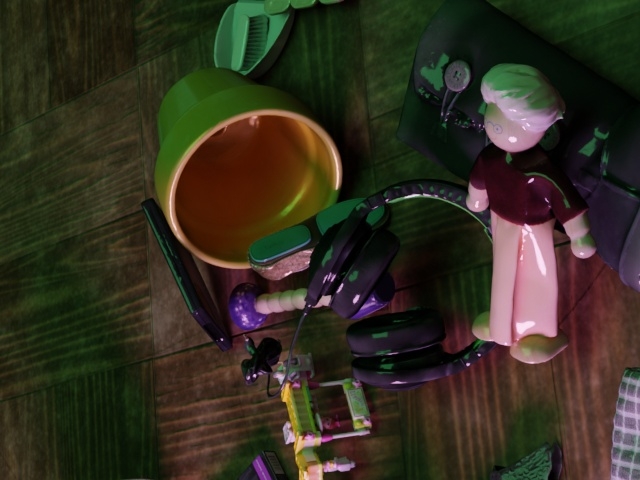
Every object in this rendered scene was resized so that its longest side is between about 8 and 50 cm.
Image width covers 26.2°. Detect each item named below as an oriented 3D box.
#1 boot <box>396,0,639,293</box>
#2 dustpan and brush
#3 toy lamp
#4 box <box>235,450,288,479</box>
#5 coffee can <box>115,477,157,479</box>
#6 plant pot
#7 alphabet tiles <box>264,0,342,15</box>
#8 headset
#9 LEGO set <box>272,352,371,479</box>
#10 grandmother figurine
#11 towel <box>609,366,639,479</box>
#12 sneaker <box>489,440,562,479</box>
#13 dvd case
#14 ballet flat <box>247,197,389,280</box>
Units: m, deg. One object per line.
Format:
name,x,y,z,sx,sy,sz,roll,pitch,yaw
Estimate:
boot,0.311,-0.192,1.618,0.445,0.146,0.367,41,109,45
dustpan and brush,-0.122,-0.269,2.092,0.147,0.060,0.211,12,91,45
toy lamp,-0.012,0.077,1.914,0.274,0.080,0.080,-8,77,43
box,-0.097,0.397,1.975,0.162,0.029,0.116,-49,52,25
coffee can,-0.296,0.515,2.026,0.201,0.201,0.275,-34,60,35
plant pot,-0.125,-0.125,1.962,0.254,0.254,0.239,-60,32,18
alphabet tiles,-0.002,-0.472,2.031,0.284,0.021,0.278,-3,76,44
headset,0.071,0.079,1.755,0.394,0.185,0.243,-30,91,12
LEGO set,0.014,0.289,1.863,0.132,0.107,0.287,129,133,-71
grandmother figurine,0.226,-0.033,1.536,0.208,0.104,0.342,20,126,43
towel,0.432,0.260,1.421,0.283,0.121,0.235,4,87,44
sneaker,0.225,0.313,1.664,0.170,0.051,0.089,-31,62,31
dvd case,-0.188,0.055,1.976,0.022,0.253,0.180,-26,73,-2
ballet flat,0.000,0.000,1.905,0.206,0.067,0.073,-18,53,3
